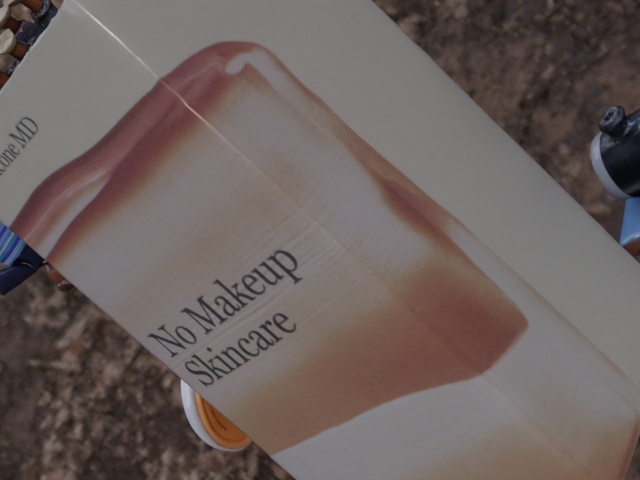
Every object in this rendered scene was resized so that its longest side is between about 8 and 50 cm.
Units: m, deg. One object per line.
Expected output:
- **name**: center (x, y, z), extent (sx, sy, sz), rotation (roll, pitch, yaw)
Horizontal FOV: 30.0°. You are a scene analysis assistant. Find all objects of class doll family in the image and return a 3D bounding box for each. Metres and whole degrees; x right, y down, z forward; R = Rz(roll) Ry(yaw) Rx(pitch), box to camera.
- **doll family**: center (-0.166, -0.054, 0.709), extent (0.076, 0.111, 0.193), rotation (24, 82, 54)

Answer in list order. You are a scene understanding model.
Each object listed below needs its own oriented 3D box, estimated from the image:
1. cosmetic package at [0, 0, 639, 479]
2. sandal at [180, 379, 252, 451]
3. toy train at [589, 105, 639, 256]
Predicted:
- **cosmetic package**: center (0.000, 0.000, 0.544), extent (0.153, 0.296, 0.129), rotation (-38, 13, 47)
- **sandal**: center (-0.050, 0.057, 1.041), extent (0.076, 0.102, 0.265), rotation (9, 88, 42)
- **toy train**: center (0.205, -0.048, 0.533), extent (0.184, 0.105, 0.080), rotation (-29, 32, 46)
